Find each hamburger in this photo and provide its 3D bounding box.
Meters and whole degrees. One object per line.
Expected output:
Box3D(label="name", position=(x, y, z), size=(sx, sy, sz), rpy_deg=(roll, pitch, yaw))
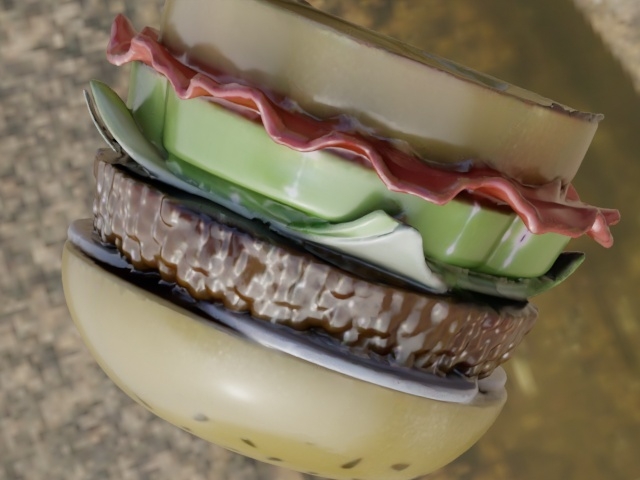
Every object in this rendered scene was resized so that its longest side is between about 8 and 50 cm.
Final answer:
Box3D(label="hamburger", position=(-0.001, 0.000, 0.605), size=(0.175, 0.175, 0.137), rpy_deg=(26, 98, 48))
